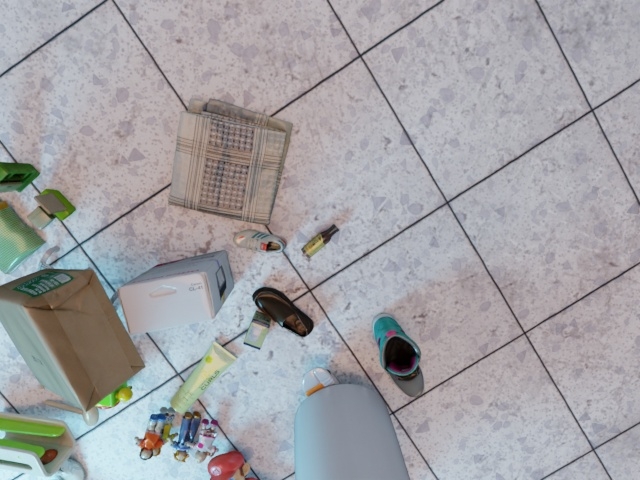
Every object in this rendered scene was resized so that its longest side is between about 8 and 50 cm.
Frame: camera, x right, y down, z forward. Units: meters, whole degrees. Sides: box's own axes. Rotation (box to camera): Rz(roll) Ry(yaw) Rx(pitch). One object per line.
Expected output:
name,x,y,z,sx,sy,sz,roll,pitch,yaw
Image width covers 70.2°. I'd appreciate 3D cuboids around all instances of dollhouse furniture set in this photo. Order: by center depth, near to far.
dollhouse furniture set,-0.886,-0.048,1.272,0.301,0.151,0.198,-40,99,5

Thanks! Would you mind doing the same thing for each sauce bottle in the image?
sauce bottle,0.000,0.000,1.368,0.128,0.042,0.042,-42,99,3

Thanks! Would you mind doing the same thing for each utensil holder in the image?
utensil holder,0.087,0.652,1.276,0.327,0.385,0.328,-2,118,-4

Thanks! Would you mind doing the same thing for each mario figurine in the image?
mario figurine,-0.266,0.820,1.434,0.198,0.170,0.321,-34,110,-31

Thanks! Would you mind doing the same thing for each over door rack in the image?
over door rack,-0.750,0.196,1.354,0.239,0.108,0.324,35,111,-8

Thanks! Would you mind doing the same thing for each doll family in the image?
doll family,-0.454,0.623,1.441,0.262,0.118,0.163,16,93,-23

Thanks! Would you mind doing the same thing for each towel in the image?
towel,-0.262,-0.226,1.311,0.312,0.056,0.325,13,99,-4

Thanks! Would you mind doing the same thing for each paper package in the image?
paper package,-0.640,0.230,1.137,0.324,0.168,0.310,-1,117,42

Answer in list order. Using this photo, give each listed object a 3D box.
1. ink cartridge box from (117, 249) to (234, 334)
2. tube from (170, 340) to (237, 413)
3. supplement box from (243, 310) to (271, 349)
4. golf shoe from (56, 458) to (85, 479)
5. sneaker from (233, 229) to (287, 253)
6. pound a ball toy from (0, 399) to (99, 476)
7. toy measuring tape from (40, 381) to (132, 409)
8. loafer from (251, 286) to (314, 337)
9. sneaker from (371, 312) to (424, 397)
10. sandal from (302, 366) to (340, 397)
ink cartridge box,-0.376,0.130,1.243,0.226,0.306,0.131,-11,100,1
tube,-0.373,0.431,1.425,0.240,0.062,0.070,-49,139,2
supplement box,-0.191,0.272,1.387,0.056,0.083,0.083,22,99,-6
golf shoe,-0.821,0.727,1.447,0.069,0.086,0.176,-25,101,1
sneaker,-0.179,0.006,1.344,0.161,0.075,0.057,9,100,-4
pound a ball toy,-0.860,0.601,1.391,0.319,0.208,0.136,0,116,15
toy measuring tape,-0.708,0.447,1.411,0.329,0.121,0.122,3,101,20
loafer,-0.111,0.219,1.383,0.220,0.078,0.080,34,97,-7
sneaker,0.253,0.376,1.372,0.123,0.178,0.296,-27,100,3
sandal,0.024,0.481,1.442,0.101,0.076,0.265,-25,119,9
